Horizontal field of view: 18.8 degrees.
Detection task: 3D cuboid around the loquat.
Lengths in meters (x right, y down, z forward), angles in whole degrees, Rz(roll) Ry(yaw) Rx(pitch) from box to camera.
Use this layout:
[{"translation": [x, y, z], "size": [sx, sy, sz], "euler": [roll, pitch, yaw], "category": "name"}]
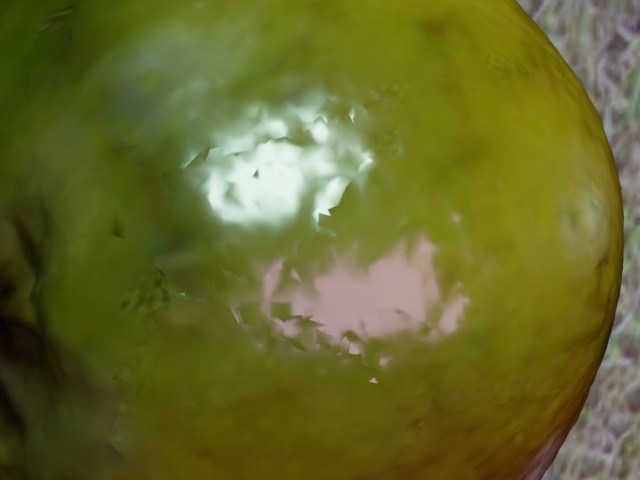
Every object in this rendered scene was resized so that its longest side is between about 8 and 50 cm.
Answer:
[{"translation": [0.000, 0.000, 0.573], "size": [0.246, 0.213, 0.213], "euler": [-10, 109, -38], "category": "loquat"}]
